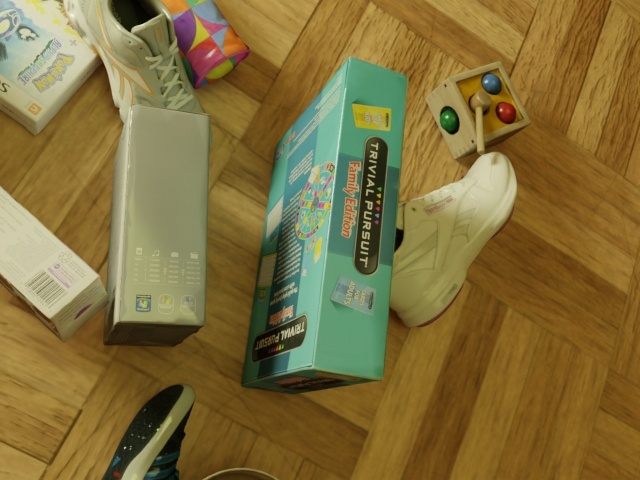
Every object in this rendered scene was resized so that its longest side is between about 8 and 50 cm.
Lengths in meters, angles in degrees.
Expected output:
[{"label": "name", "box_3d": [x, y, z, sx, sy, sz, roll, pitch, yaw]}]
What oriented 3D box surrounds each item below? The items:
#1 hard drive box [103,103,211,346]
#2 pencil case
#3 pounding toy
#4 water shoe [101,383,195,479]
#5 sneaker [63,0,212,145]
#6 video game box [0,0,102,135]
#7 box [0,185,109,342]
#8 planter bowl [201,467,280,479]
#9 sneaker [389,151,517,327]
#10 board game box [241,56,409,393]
[{"label": "hard drive box", "box_3d": [-0.187, -0.006, 0.771, 0.089, 0.181, 0.232, 4, 74, -21]}, {"label": "pencil case", "box_3d": [-0.192, -0.316, 0.896, 0.104, 0.104, 0.236, -36, 95, -26]}, {"label": "pounding toy", "box_3d": [0.239, -0.190, 1.038, 0.141, 0.100, 0.130, -22, 84, -26]}, {"label": "water shoe", "box_3d": [-0.189, 0.260, 0.766, 0.080, 0.073, 0.203, 42, 67, -30]}, {"label": "sneaker", "box_3d": [-0.206, -0.214, 0.829, 0.099, 0.121, 0.262, -45, 114, -30]}, {"label": "video game box", "box_3d": [-0.366, -0.263, 0.847, 0.187, 0.048, 0.205, 36, 65, -12]}, {"label": "box", "box_3d": [-0.355, -0.025, 0.714, 0.324, 0.063, 0.067, 37, 62, 14]}, {"label": "planter bowl", "box_3d": [-0.103, 0.334, 0.744, 0.162, 0.109, 0.162, 8, 68, -21]}, {"label": "sneaker", "box_3d": [0.169, -0.032, 0.957, 0.152, 0.114, 0.305, 41, 64, -8]}, {"label": "board game box", "box_3d": [0.000, 0.000, 0.803, 0.079, 0.254, 0.336, 13, 71, -19]}]
